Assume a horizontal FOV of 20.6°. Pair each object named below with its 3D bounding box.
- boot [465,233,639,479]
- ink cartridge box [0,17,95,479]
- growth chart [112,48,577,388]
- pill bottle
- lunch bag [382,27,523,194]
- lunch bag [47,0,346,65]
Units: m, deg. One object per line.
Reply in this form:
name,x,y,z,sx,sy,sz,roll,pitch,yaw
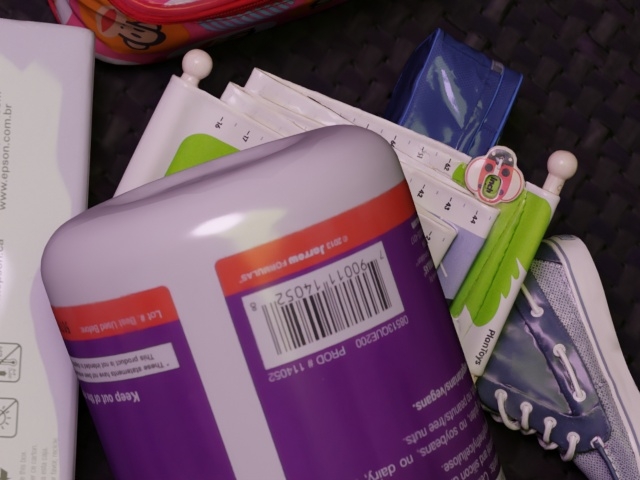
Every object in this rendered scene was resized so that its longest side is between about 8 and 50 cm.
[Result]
boot,0.131,0.096,0.982,0.086,0.069,0.190,-16,75,-11
ink cartridge box,-0.284,0.039,0.871,0.330,0.071,0.324,4,80,-13
growth chart,0.000,0.000,0.944,0.237,0.021,0.172,17,96,-3
pill bottle,-0.004,0.118,0.857,0.181,0.181,0.323,-21,98,-18
lunch bag,0.070,-0.061,0.990,0.065,0.067,0.098,26,76,-8
lunch bag,-0.058,-0.261,0.976,0.258,0.120,0.293,-21,86,-22
